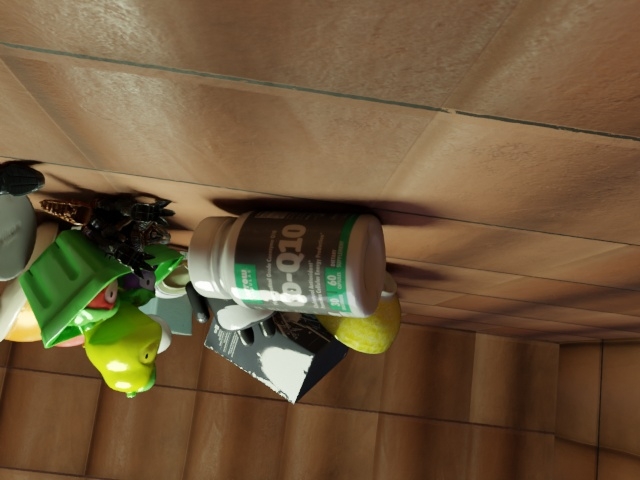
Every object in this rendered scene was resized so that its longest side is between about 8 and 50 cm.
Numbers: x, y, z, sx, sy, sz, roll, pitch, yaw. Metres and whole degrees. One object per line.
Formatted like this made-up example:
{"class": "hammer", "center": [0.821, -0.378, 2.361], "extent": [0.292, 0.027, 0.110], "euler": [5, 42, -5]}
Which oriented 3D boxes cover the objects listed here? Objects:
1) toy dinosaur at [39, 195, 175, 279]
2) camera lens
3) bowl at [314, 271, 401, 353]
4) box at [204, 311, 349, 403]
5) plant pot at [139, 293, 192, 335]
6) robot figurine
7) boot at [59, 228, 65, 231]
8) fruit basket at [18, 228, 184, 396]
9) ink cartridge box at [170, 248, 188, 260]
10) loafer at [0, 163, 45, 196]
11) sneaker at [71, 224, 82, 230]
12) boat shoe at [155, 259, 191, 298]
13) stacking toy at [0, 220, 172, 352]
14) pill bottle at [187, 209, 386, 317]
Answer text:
{"class": "toy dinosaur", "center": [-0.444, -0.025, 1.422], "extent": [0.218, 0.164, 0.322], "euler": [19, -160, 36]}
{"class": "camera lens", "center": [-0.778, -0.026, 1.402], "extent": [0.274, 0.219, 0.219], "euler": [6, 169, 8]}
{"class": "bowl", "center": [0.125, 0.158, 1.869], "extent": [0.289, 0.289, 0.156], "euler": [14, 125, -34]}
{"class": "box", "center": [-0.093, 0.249, 1.909], "extent": [0.312, 0.179, 0.343], "euler": [30, -154, 16]}
{"class": "plant pot", "center": [-0.602, 0.191, 2.352], "extent": [0.247, 0.252, 0.248], "euler": [2, 168, 23]}
{"class": "robot figurine", "center": [-0.202, 0.119, 1.661], "extent": [0.173, 0.278, 0.209], "euler": [-13, -168, 47]}
{"class": "boot", "center": [-0.723, 0.043, 2.063], "extent": [0.246, 0.094, 0.207], "euler": [18, 163, -17]}
{"class": "fruit basket", "center": [-0.466, 0.162, 1.554], "extent": [0.283, 0.392, 0.392], "euler": [-43, 150, 14]}
{"class": "ink cartridge box", "center": [-0.446, 0.050, 2.106], "extent": [0.115, 0.029, 0.063], "euler": [10, 170, -17]}
{"class": "loafer", "center": [-0.572, -0.116, 1.265], "extent": [0.170, 0.062, 0.061], "euler": [4, -168, 34]}
{"class": "sneaker", "center": [-0.569, 0.022, 1.819], "extent": [0.100, 0.108, 0.271], "euler": [0, 173, 31]}
{"class": "boat shoe", "center": [-0.376, 0.092, 1.994], "extent": [0.094, 0.109, 0.302], "euler": [-26, 175, 40]}
{"class": "stacking toy", "center": [-0.633, 0.187, 1.868], "extent": [0.480, 0.350, 0.350], "euler": [27, 162, -25]}
{"class": "pill bottle", "center": [-0.066, 0.041, 1.331], "extent": [0.361, 0.204, 0.204], "euler": [2, 168, 21]}
